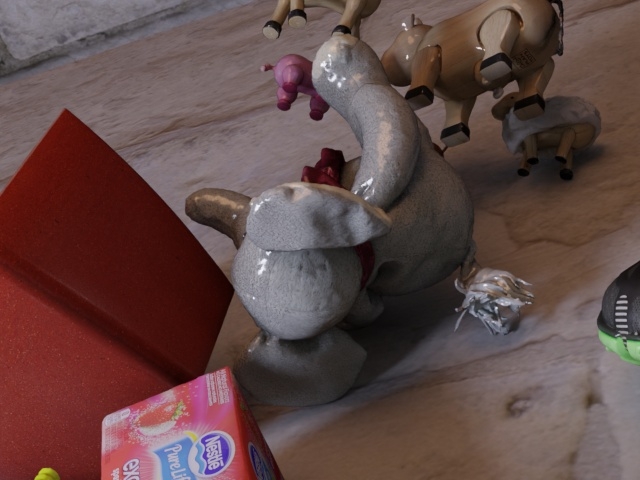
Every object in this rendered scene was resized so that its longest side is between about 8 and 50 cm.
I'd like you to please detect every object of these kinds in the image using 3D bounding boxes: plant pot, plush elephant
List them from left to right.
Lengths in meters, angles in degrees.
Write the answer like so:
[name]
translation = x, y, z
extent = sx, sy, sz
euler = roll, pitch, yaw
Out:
[plant pot]
translation = -0.236, 0.087, 1.240
extent = 0.267, 0.235, 0.267
euler = -51, 11, 28
[plush elephant]
translation = 0.000, 0.000, 1.234
extent = 0.255, 0.272, 0.330
euler = -10, 39, -36

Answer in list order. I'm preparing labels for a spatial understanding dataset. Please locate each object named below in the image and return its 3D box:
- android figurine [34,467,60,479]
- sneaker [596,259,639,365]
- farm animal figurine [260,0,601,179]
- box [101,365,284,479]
[android figurine]
translation = -0.288, 0.276, 1.041
extent = 0.248, 0.056, 0.273
euler = -20, 21, 26
[sneaker]
translation = 0.387, -0.059, 1.089
extent = 0.482, 0.202, 0.185
euler = -36, 27, -26
[farm animal figurine]
translation = 0.118, -0.207, 1.450
extent = 0.326, 0.330, 0.172
euler = -5, 51, 25
[box]
translation = -0.090, 0.225, 1.026
extent = 0.122, 0.128, 0.257
euler = -23, 24, 1
